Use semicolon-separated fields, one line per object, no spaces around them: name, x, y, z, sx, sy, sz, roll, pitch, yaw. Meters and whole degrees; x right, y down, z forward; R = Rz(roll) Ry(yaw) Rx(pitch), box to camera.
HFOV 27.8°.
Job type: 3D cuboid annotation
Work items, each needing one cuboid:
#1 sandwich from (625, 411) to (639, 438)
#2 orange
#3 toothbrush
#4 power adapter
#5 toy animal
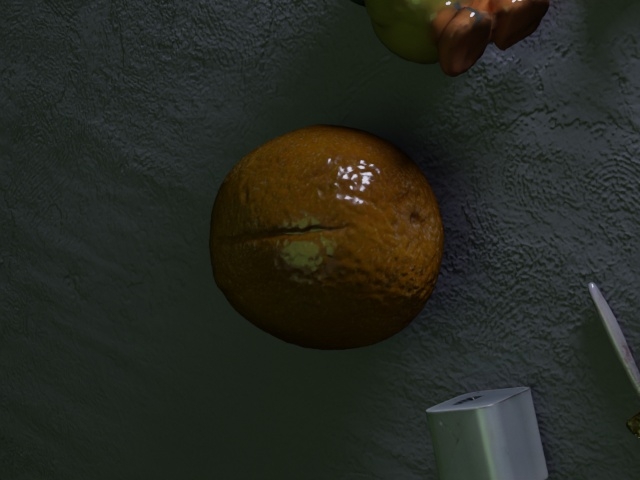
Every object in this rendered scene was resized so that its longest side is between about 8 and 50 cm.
sandwich;0.509;0.288;1.620;0.186;0.065;0.215;-24;82;31
orange;0.000;0.000;1.844;0.357;0.322;0.322;-11;91;48
toothbrush;0.426;0.194;1.712;0.029;0.025;0.307;-28;80;30
power adapter;0.241;0.321;1.818;0.125;0.130;0.205;-11;89;40
toy animal;0.130;-0.351;1.752;0.338;0.216;0.191;48;151;26
